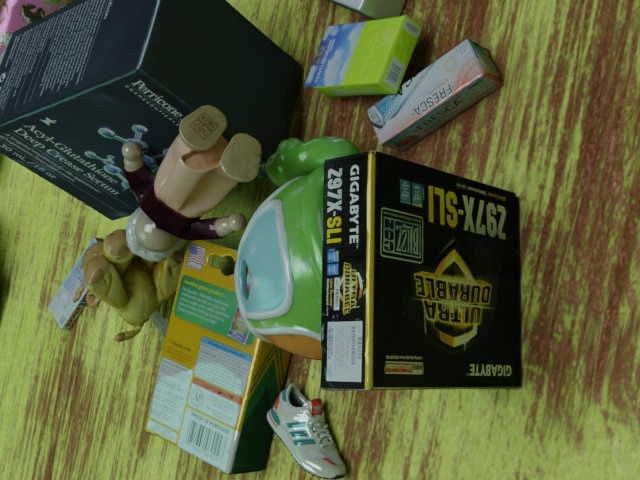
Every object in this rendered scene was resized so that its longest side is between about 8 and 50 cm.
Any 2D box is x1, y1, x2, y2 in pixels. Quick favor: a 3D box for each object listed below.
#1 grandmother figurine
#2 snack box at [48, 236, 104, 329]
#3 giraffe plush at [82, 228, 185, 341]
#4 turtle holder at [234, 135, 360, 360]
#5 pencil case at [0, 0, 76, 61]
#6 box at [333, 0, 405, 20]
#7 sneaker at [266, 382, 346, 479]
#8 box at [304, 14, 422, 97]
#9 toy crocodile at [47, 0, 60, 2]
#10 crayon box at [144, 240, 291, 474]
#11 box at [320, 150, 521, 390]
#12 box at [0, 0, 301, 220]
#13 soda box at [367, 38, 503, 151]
[{"bbox_3d":[-0.209,-0.066,1.430,0.208,0.104,0.342,45,144,1],"label":"grandmother figurine"},{"bbox_3d":[-0.443,0.080,1.817,0.178,0.022,0.064,-52,55,21],"label":"snack box"},{"bbox_3d":[-0.333,0.057,1.666,0.170,0.181,0.210,25,134,49],"label":"giraffe plush"},{"bbox_3d":[-0.006,0.009,1.314,0.227,0.243,0.320,-25,88,30],"label":"turtle holder"},{"bbox_3d":[-0.509,-0.493,1.860,0.160,0.167,0.386,32,104,16],"label":"pencil case"},{"bbox_3d":[0.050,-0.408,1.442,0.170,0.091,0.130,33,104,37],"label":"box"},{"bbox_3d":[-0.014,0.272,1.416,0.161,0.057,0.075,43,116,38],"label":"sneaker"},{"bbox_3d":[0.058,-0.262,1.412,0.178,0.042,0.109,9,75,54],"label":"box"},{"bbox_3d":[-0.428,-0.460,1.737,0.340,0.105,0.115,20,106,-5],"label":"toy crocodile"},{"bbox_3d":[-0.147,0.172,1.524,0.203,0.083,0.323,16,94,40],"label":"crayon box"},{"bbox_3d":[0.128,0.049,1.163,0.079,0.322,0.257,-8,78,40],"label":"box"},{"bbox_3d":[-0.281,-0.217,1.522,0.395,0.293,0.212,-13,55,38],"label":"box"},{"bbox_3d":[0.156,-0.196,1.347,0.183,0.058,0.063,-33,64,31],"label":"soda box"}]
